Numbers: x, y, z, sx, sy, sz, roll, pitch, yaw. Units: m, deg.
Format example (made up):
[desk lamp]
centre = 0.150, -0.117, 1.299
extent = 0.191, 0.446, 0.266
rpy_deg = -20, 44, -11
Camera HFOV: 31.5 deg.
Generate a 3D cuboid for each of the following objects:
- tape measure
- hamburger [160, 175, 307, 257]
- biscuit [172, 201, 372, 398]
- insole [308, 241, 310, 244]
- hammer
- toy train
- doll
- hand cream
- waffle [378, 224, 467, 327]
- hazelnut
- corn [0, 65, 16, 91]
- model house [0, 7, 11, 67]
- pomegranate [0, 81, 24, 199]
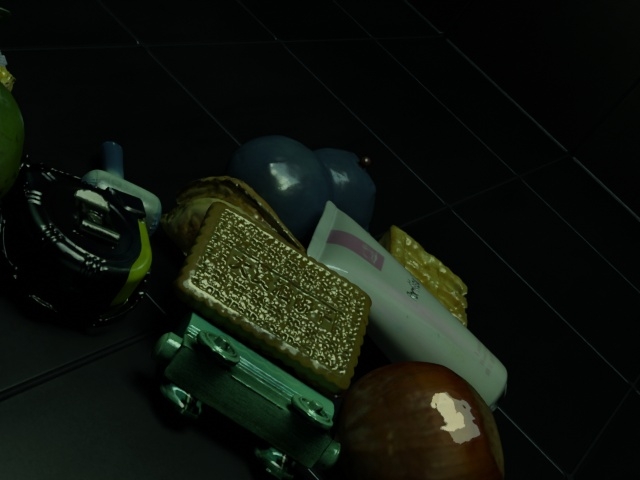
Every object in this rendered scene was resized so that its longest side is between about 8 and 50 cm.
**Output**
[tape measure]
centre = -0.276, 0.005, 1.297
extent = 0.199, 0.112, 0.186
rpy_deg = 21, 33, -33
[hamburger]
centre = -0.092, 0.014, 1.514
extent = 0.262, 0.131, 0.124
rpy_deg = 47, 25, 4
[biscuit]
centre = -0.049, 0.069, 1.389
extent = 0.254, 0.029, 0.172
rpy_deg = 33, 41, -14
[insole]
centre = 0.000, 0.000, 1.799
extent = 0.248, 0.011, 0.081
rpy_deg = 51, 30, 21
[hammer]
centre = -0.270, -0.077, 1.495
extent = 0.116, 0.069, 0.194
rpy_deg = 25, 24, -26
[toy train]
centre = -0.084, 0.175, 1.316
extent = 0.248, 0.101, 0.159
rpy_deg = 35, 10, -11
[doll]
centre = -0.031, -0.068, 1.718
extent = 0.258, 0.154, 0.228
rpy_deg = -6, 56, -41
[hand cream]
centre = 0.116, 0.105, 1.583
extent = 0.358, 0.118, 0.185
rpy_deg = 48, 27, -13
[waffle]
centre = 0.156, 0.093, 1.795
extent = 0.168, 0.057, 0.274
rpy_deg = 38, 25, -13
[hazelnut]
centre = 0.115, 0.243, 1.374
extent = 0.214, 0.176, 0.214
rpy_deg = 6, 34, -4
[corn]
centre = -0.500, -0.210, 1.324
extent = 0.305, 0.123, 0.122
rpy_deg = 29, 31, -17
[model house]
centre = -0.478, -0.245, 1.450
extent = 0.167, 0.117, 0.088
rpy_deg = 6, 58, -52
[pomegranate]
centre = -0.397, -0.089, 1.196
extent = 0.187, 0.187, 0.225
rpy_deg = 19, 28, -38
